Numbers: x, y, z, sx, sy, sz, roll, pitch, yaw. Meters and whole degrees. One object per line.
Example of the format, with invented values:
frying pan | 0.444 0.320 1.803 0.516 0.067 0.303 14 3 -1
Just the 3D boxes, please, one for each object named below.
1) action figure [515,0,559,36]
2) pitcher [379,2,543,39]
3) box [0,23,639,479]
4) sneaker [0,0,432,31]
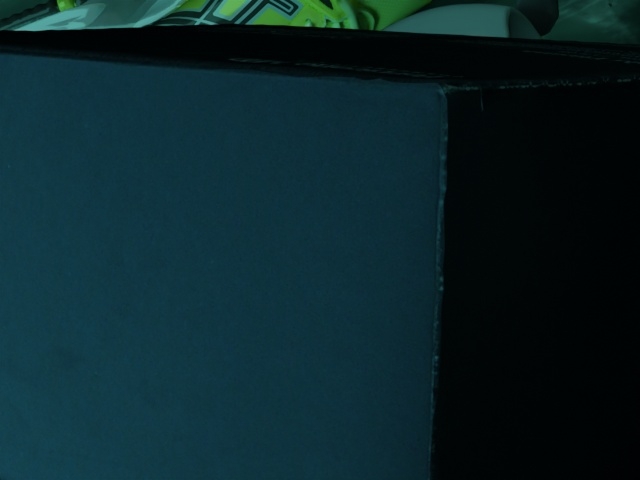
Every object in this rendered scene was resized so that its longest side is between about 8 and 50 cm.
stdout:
action figure | 0.297 -0.254 1.044 0.341 0.178 0.330 2 53 25
pitcher | 0.045 -0.066 1.037 0.207 0.125 0.178 -26 18 24
box | 0.000 0.000 0.759 0.343 0.179 0.312 9 11 39
sneaker | -0.058 -0.120 1.198 0.384 0.145 0.147 -25 63 -1
